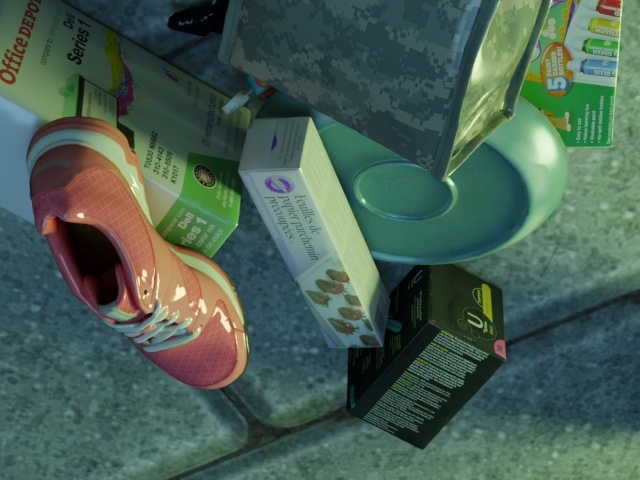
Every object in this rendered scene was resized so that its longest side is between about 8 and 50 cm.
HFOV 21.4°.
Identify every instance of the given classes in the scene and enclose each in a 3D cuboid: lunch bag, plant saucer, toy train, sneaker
[{"bbox_3d":[0.066,-0.237,1.351,0.235,0.169,0.287,29,132,18],"label":"lunch bag"},{"bbox_3d":[0.084,-0.061,1.662,0.317,0.044,0.318,6,148,4],"label":"plant saucer"},{"bbox_3d":[-0.033,-0.190,1.594,0.166,0.125,0.046,-40,83,33],"label":"toy train"},{"bbox_3d":[-0.171,0.044,1.502,0.116,0.136,0.314,-22,124,18],"label":"sneaker"}]

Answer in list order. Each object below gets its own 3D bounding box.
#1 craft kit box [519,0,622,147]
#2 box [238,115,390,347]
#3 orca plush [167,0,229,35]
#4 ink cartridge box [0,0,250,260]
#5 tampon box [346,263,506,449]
[{"bbox_3d":[0.161,-0.200,1.606,0.246,0.061,0.250,1,128,6],"label":"craft kit box"},{"bbox_3d":[0.000,0.000,1.679,0.063,0.067,0.324,-2,146,17],"label":"box"},{"bbox_3d":[-0.067,-0.269,1.512,0.151,0.102,0.287,41,133,-8],"label":"orca plush"},{"bbox_3d":[-0.217,-0.101,1.607,0.278,0.201,0.117,29,123,-19],"label":"ink cartridge box"},{"bbox_3d":[0.113,0.119,1.816,0.101,0.120,0.161,28,125,-17],"label":"tampon box"}]
